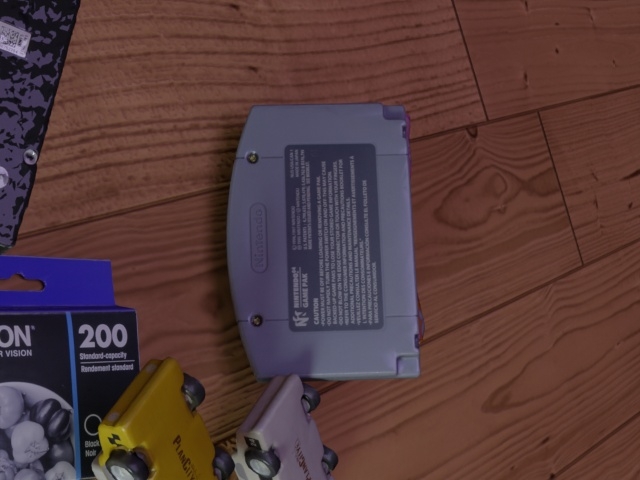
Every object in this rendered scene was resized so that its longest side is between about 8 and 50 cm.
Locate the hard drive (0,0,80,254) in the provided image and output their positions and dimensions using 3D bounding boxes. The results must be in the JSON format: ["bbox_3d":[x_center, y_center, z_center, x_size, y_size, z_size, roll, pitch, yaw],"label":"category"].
[{"bbox_3d":[-0.291,-0.179,0.743,0.237,0.064,0.339,19,69,-29],"label":"hard drive"}]

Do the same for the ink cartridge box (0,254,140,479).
[{"bbox_3d":[-0.252,0.110,0.930,0.206,0.045,0.208,3,76,-44],"label":"ink cartridge box"}]

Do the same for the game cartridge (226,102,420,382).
[{"bbox_3d":[0.000,0.000,1.126,0.062,0.198,0.297,84,4,-76],"label":"game cartridge"}]

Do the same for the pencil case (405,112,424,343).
[{"bbox_3d":[0.052,-0.012,1.218,0.124,0.124,0.284,8,73,-44],"label":"pencil case"}]

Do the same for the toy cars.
[{"bbox_3d":[-0.097,0.201,0.995,0.394,0.087,0.176,21,80,-61],"label":"toy cars"}]
